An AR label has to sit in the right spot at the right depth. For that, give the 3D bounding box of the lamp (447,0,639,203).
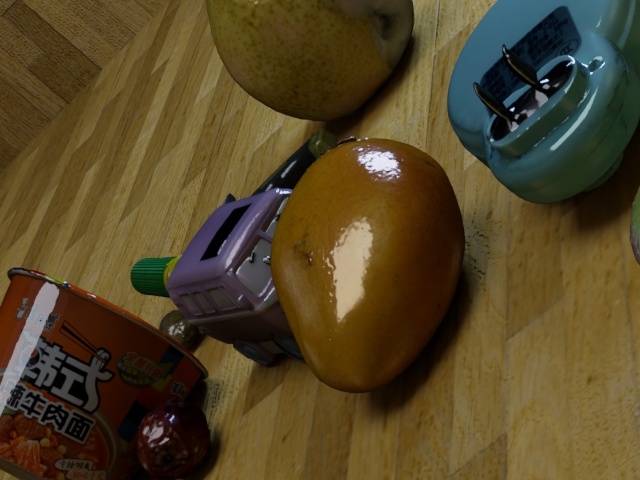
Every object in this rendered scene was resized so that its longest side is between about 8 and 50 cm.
[{"bbox_3d":[0.203,-0.135,1.531,0.209,0.147,0.284,-44,9,24],"label":"lamp"}]

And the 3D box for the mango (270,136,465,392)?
[{"bbox_3d":[0.045,0.026,1.604,0.187,0.138,0.257,-24,37,8],"label":"mango"}]

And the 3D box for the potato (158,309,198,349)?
[{"bbox_3d":[-0.172,0.108,2.137,0.046,0.045,0.092,-12,12,-14],"label":"potato"}]

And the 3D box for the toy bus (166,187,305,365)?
[{"bbox_3d":[-0.050,0.035,1.813,0.142,0.142,0.202,-55,18,-21],"label":"toy bus"}]

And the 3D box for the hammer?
[{"bbox_3d":[-0.061,-0.052,2.212,0.226,0.041,0.159,-43,20,23],"label":"hammer"}]

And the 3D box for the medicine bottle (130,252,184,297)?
[{"bbox_3d":[-0.151,0.044,2.130,0.260,0.064,0.095,0,62,57],"label":"medicine bottle"}]

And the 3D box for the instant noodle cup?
[{"bbox_3d":[-0.275,0.171,1.951,0.192,0.250,0.250,-62,19,-15],"label":"instant noodle cup"}]

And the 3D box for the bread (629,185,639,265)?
[{"bbox_3d":[0.309,-0.066,1.314,0.228,0.033,0.228,-42,18,17],"label":"bread"}]

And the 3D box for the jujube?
[{"bbox_3d":[-0.149,0.202,1.838,0.077,0.077,0.129,-48,6,5],"label":"jujube"}]

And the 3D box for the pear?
[{"bbox_3d":[-0.017,-0.284,2.248,0.271,0.271,0.271,-44,18,18],"label":"pear"}]
